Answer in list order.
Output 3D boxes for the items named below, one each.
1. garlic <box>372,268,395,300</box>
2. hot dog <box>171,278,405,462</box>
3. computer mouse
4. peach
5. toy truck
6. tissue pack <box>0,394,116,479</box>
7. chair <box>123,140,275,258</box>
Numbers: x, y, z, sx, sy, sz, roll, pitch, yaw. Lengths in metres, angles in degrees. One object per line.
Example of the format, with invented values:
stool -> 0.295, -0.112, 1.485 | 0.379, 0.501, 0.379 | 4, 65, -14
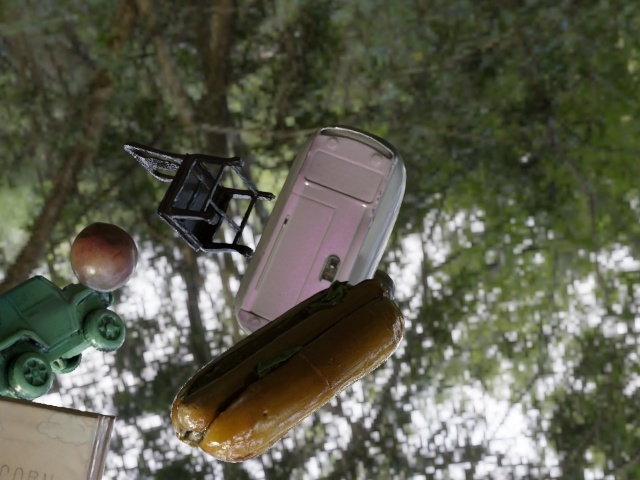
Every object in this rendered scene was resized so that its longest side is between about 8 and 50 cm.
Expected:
garlic -> 0.078, 0.139, 2.380 | 0.127, 0.194, 0.131 | 20, -150, 20
hot dog -> -0.023, 0.100, 1.010 | 0.100, 0.068, 0.249 | 18, -144, 36
computer mouse -> 0.000, 0.000, 1.237 | 0.125, 0.245, 0.056 | 20, 169, 11
peach -> -0.256, 0.018, 1.429 | 0.083, 0.083, 0.083 | -8, -162, 3
toy truck -> -0.426, 0.146, 1.762 | 0.155, 0.156, 0.279 | -26, -174, 42
tissue pack -> -0.336, 0.331, 1.281 | 0.170, 0.326, 0.071 | 9, 171, 12
chair -> -0.188, -0.060, 1.661 | 0.229, 0.106, 0.113 | 8, -117, 35
